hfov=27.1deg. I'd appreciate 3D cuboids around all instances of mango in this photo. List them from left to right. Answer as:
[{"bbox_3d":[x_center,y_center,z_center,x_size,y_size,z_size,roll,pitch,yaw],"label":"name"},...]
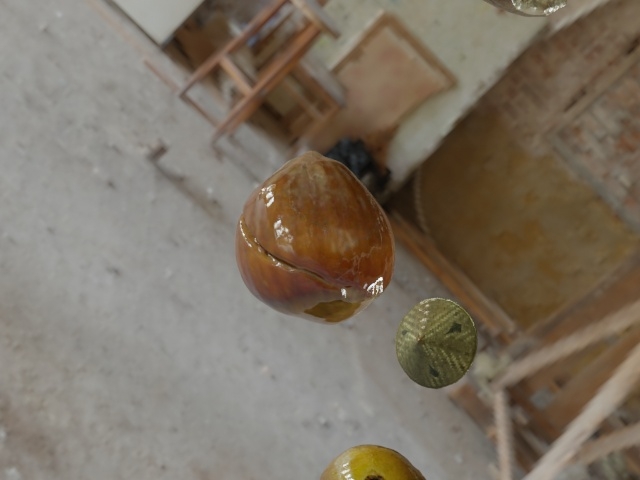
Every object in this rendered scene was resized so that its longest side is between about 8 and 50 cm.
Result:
[{"bbox_3d":[0.087,0.383,1.600,0.193,0.146,0.316,40,-29,56],"label":"mango"}]

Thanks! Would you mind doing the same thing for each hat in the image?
[{"bbox_3d":[0.168,0.159,2.090,0.146,0.146,0.067,54,19,25],"label":"hat"}]

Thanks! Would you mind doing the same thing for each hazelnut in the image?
[{"bbox_3d":[0.000,0.000,1.410,0.182,0.182,0.182,43,15,-14],"label":"hazelnut"}]

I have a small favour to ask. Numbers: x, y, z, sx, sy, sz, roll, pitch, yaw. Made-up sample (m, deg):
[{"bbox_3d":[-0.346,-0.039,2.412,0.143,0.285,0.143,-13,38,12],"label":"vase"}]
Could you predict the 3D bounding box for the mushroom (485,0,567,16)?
[{"bbox_3d":[0.240,-0.400,1.583,0.233,0.208,0.302,54,-9,8],"label":"mushroom"}]
